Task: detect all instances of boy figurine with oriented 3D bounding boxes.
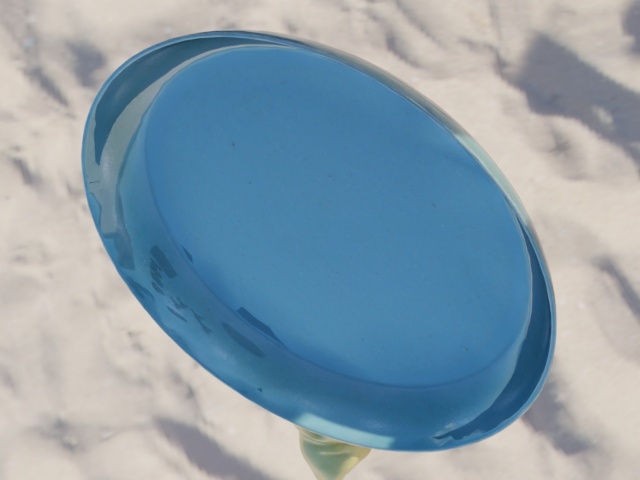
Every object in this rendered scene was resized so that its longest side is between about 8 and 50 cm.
[{"bbox_3d":[0.046,0.151,1.644,0.285,0.177,0.092,108,156,-51],"label":"boy figurine"}]

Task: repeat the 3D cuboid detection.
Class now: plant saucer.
[{"bbox_3d":[0.000,0.000,0.981,0.317,0.044,0.317,19,136,20],"label":"plant saucer"}]
